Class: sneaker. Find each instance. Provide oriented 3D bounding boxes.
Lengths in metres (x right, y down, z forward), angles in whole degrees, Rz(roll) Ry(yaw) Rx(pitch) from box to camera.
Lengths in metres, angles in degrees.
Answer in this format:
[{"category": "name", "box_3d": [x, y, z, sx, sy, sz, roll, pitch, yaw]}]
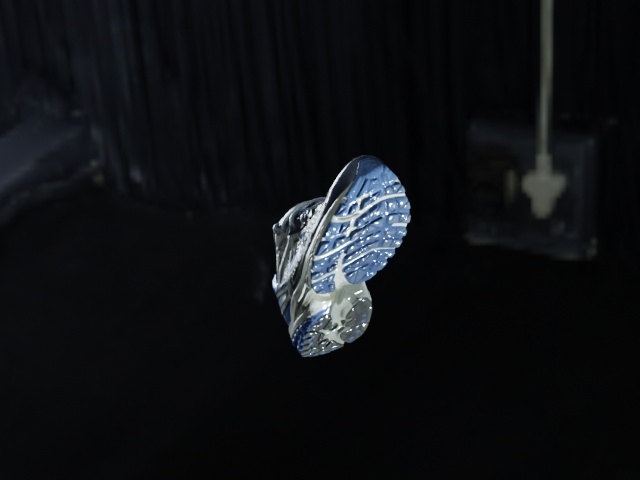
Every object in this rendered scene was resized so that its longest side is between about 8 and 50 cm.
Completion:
[{"category": "sneaker", "box_3d": [0.000, 0.000, 0.817, 0.052, 0.135, 0.058, -17, -121, -29]}]
